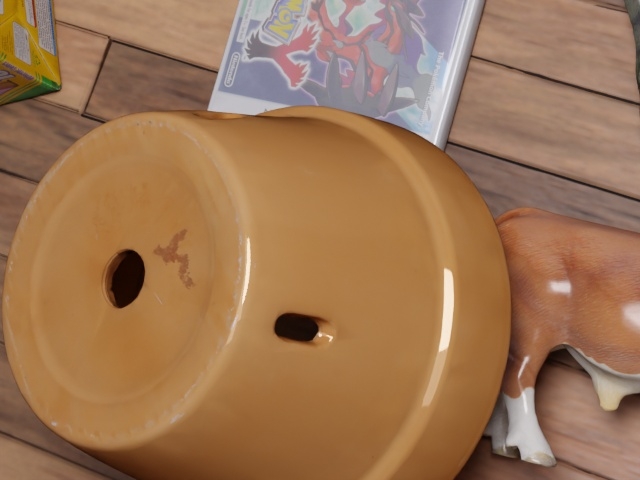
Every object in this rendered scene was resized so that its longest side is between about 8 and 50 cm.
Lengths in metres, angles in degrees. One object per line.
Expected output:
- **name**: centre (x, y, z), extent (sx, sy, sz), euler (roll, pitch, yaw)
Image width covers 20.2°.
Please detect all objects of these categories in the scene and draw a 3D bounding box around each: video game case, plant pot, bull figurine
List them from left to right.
- **plant pot**: centre (-0.058, 0.040, 1.109), extent (0.291, 0.203, 0.291), euler (-11, 72, 36)
- **video game case**: centre (0.024, -0.160, 1.309), extent (0.183, 0.023, 0.201), euler (13, 83, 21)
- **bull figurine**: centre (0.230, 0.071, 1.137), extent (0.310, 0.101, 0.188), euler (12, 84, 33)

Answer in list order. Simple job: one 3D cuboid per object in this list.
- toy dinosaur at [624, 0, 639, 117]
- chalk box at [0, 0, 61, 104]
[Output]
- **toy dinosaur**: centre (0.257, -0.128, 1.201), extent (0.118, 0.064, 0.268), euler (-19, 69, 22)
- **chalk box**: centre (-0.326, -0.168, 1.379), extent (0.213, 0.132, 0.132), euler (-11, 76, 18)
